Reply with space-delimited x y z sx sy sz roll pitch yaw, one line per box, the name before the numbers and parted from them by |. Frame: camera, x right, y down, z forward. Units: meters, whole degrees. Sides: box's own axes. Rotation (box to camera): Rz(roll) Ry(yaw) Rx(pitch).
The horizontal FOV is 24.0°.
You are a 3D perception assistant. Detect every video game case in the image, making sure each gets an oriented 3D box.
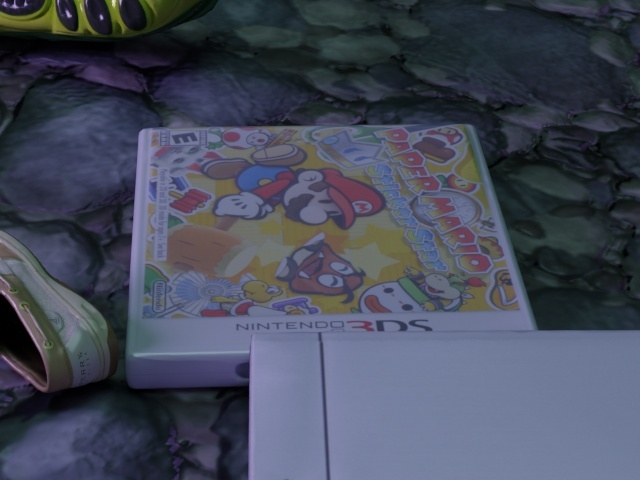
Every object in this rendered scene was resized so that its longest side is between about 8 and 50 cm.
video game case | 0.000 0.000 0.828 0.206 0.026 0.227 -1 33 -4

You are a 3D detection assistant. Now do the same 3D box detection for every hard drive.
hard drive | 0.146 0.121 0.633 0.353 0.047 0.233 0 34 -2

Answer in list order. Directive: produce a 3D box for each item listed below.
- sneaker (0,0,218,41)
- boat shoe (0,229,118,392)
sneaker | -0.202 -0.184 1.055 0.296 0.109 0.123 14 7 26
boat shoe | -0.159 0.032 0.751 0.135 0.050 0.045 28 36 34
